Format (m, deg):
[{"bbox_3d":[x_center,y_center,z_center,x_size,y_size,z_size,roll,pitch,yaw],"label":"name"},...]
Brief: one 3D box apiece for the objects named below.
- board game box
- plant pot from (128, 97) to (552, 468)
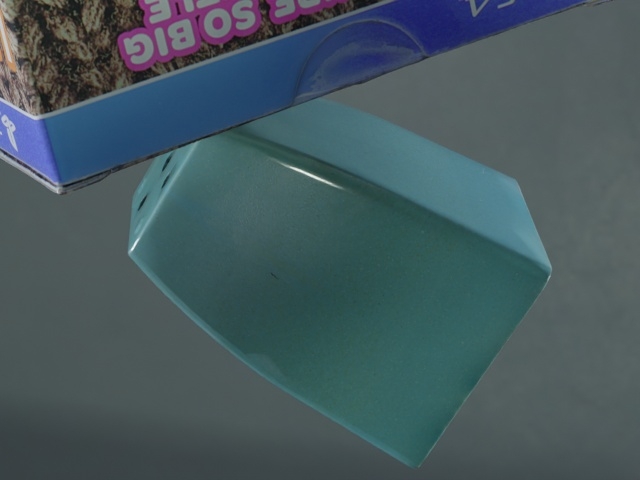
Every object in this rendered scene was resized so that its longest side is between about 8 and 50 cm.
[{"bbox_3d":[-0.046,-0.198,0.658,0.232,0.291,0.141,-20,-159,-21],"label":"board game box"},{"bbox_3d":[0.000,0.000,1.239,0.234,0.165,0.165,28,-161,-14],"label":"plant pot"}]
